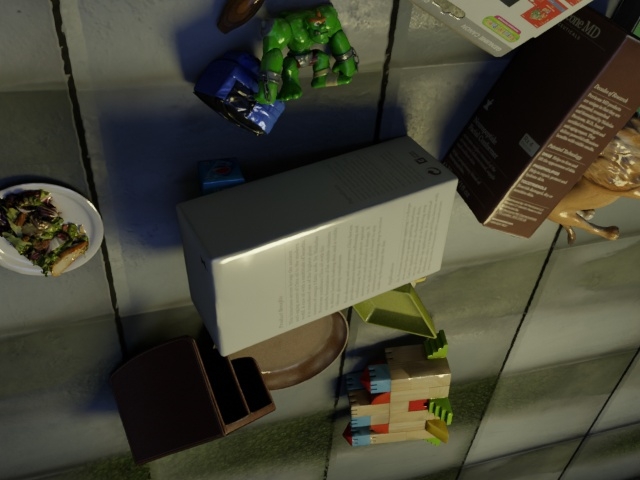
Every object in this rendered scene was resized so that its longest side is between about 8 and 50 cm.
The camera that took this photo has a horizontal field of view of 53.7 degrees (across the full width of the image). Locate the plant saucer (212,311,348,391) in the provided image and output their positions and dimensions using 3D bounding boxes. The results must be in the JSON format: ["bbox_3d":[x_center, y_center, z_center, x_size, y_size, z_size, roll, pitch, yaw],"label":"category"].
[{"bbox_3d":[-0.091,0.224,1.408,0.310,0.050,0.311,-11,132,-13],"label":"plant saucer"}]

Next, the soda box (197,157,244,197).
[{"bbox_3d":[-0.174,-0.040,1.127,0.071,0.067,0.210,-8,132,-15],"label":"soda box"}]

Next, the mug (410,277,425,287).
[{"bbox_3d":[0.184,0.074,1.371,0.078,0.064,0.062,-28,133,4],"label":"mug"}]

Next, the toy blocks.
[{"bbox_3d":[0.180,0.397,1.603,0.261,0.191,0.381,-5,133,-2],"label":"toy blocks"}]

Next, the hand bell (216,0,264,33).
[{"bbox_3d":[-0.058,-0.373,0.872,0.242,0.126,0.126,-36,134,29],"label":"hand bell"}]

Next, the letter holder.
[{"bbox_3d":[-0.278,0.312,1.316,0.302,0.214,0.152,-29,169,35],"label":"letter holder"}]

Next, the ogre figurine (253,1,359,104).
[{"bbox_3d":[-0.025,-0.281,0.938,0.197,0.097,0.118,-19,115,-17],"label":"ogre figurine"}]

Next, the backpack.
[{"bbox_3d":[-0.111,-0.223,0.967,0.120,0.098,0.101,36,91,-38],"label":"backpack"}]

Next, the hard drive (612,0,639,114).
[{"bbox_3d":[0.668,-0.338,1.193,0.339,0.064,0.237,0,130,-22],"label":"hard drive"}]

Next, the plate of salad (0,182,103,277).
[{"bbox_3d":[-0.467,-0.009,1.054,0.200,0.048,0.200,-11,133,-12],"label":"plate of salad"}]

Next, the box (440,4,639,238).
[{"bbox_3d":[0.394,-0.209,1.113,0.143,0.191,0.381,14,123,-31],"label":"box"}]

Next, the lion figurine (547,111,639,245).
[{"bbox_3d":[0.537,-0.106,1.266,0.240,0.142,0.392,14,147,-13],"label":"lion figurine"}]

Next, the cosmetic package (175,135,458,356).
[{"bbox_3d":[0.000,0.000,1.106,0.453,0.161,0.230,-19,136,-22],"label":"cosmetic package"}]

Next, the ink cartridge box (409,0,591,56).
[{"bbox_3d":[0.253,-0.430,0.874,0.309,0.130,0.272,19,149,-34],"label":"ink cartridge box"}]

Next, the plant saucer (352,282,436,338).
[{"bbox_3d":[0.148,0.131,1.365,0.188,0.188,0.045,54,55,-44],"label":"plant saucer"}]
